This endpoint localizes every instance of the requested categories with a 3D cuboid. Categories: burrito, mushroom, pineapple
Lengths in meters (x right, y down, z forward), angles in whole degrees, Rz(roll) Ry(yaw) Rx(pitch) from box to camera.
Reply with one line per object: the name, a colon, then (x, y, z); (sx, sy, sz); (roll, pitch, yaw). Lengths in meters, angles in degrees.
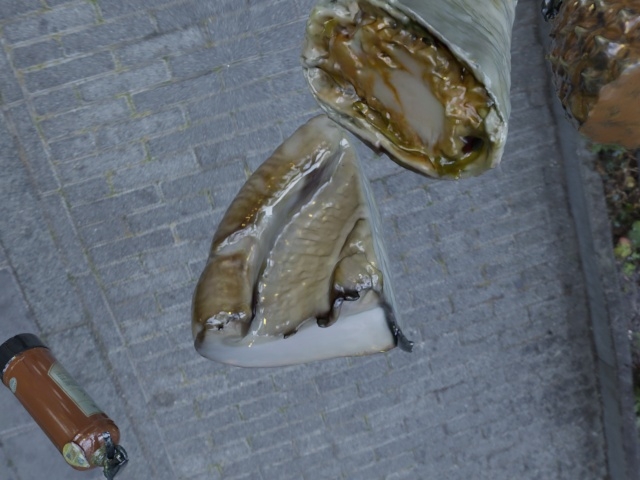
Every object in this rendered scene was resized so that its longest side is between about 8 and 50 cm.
burrito: (0.078, -0.163, 0.455); (0.143, 0.299, 0.105); (22, 132, 3)
mushroom: (-0.041, -0.005, 1.004); (0.313, 0.398, 0.224); (-13, 147, 13)
pineapple: (0.284, -0.236, 0.618); (0.157, 0.279, 0.158); (-7, 151, -4)

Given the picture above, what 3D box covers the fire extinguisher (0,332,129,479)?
fire extinguisher: (-0.218, 0.146, 0.525); (0.050, 0.177, 0.062); (-26, 139, -43)
